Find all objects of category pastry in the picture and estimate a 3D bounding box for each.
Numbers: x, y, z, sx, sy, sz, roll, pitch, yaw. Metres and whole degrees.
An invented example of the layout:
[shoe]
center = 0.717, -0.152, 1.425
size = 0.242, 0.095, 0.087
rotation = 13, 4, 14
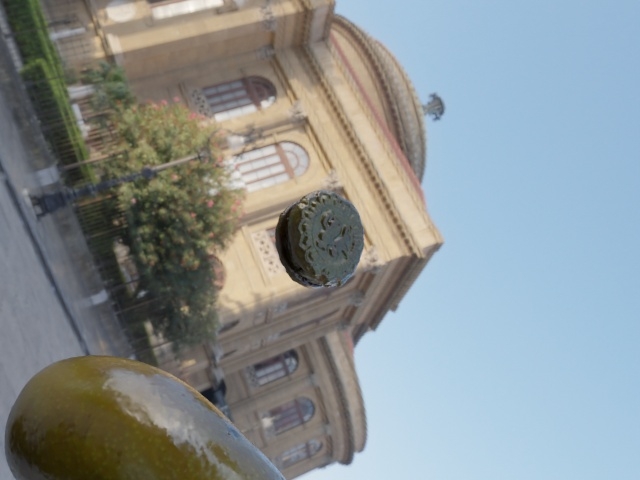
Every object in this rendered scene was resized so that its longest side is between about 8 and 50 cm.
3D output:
[pastry]
center = 0.000, 0.000, 0.649
size = 0.057, 0.109, 0.097
rotation = -10, -124, 48

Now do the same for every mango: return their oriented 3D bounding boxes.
[mango]
center = -0.083, 0.146, 0.370
size = 0.227, 0.099, 0.136
rotation = 32, -32, 12
